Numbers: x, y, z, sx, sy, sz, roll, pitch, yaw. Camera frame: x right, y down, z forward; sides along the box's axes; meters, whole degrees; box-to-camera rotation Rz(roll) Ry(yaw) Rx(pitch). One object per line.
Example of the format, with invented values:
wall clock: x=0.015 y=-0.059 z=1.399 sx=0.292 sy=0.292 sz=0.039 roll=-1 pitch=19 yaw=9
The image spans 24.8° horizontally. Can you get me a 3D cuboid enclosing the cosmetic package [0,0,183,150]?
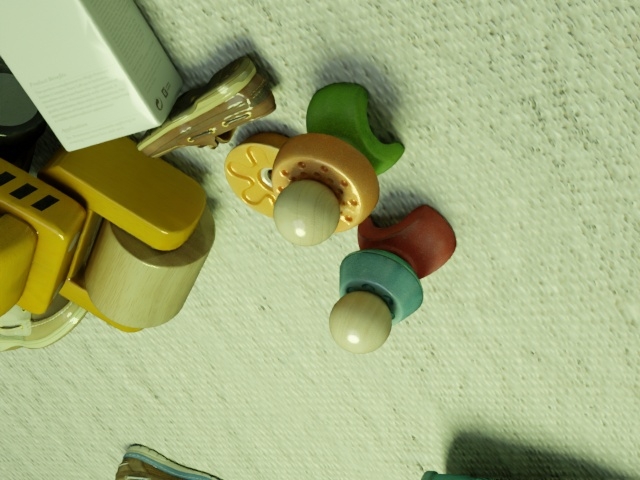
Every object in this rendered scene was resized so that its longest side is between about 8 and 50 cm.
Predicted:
cosmetic package: x=-0.240 y=-0.203 z=1.368 sx=0.117 sy=0.085 sz=0.231 roll=-13 pitch=125 yaw=25

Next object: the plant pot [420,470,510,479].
plant pot: x=0.244 y=0.388 z=1.601 sx=0.255 sy=0.271 sz=0.271 roll=-3 pitch=133 yaw=14

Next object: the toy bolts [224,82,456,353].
toy bolts: x=0.000 y=0.000 z=1.391 sx=0.218 sy=0.158 sz=0.228 roll=-16 pitch=123 yaw=41

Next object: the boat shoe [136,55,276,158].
boat shoe: x=-0.113 y=-0.114 z=1.413 sx=0.178 sy=0.064 sz=0.060 roll=-26 pitch=114 yaw=42

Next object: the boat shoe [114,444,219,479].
boat shoe: x=-0.189 y=0.343 z=1.946 sx=0.183 sy=0.066 sz=0.066 roll=22 pitch=141 yaw=9

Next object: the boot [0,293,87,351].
boot: x=-0.380 y=0.050 z=1.743 sx=0.213 sy=0.077 sz=0.165 roll=-14 pitch=122 yaw=44

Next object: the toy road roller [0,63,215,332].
toy road roller: x=-0.300 y=0.004 z=1.512 sx=0.330 sy=0.240 sz=0.202 roll=30 pitch=141 yaw=0
